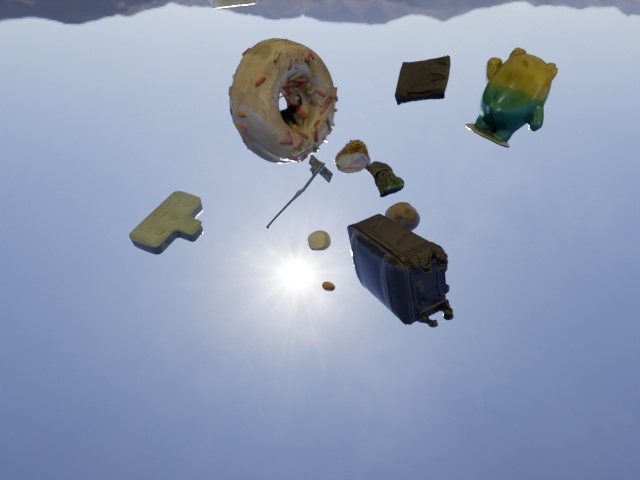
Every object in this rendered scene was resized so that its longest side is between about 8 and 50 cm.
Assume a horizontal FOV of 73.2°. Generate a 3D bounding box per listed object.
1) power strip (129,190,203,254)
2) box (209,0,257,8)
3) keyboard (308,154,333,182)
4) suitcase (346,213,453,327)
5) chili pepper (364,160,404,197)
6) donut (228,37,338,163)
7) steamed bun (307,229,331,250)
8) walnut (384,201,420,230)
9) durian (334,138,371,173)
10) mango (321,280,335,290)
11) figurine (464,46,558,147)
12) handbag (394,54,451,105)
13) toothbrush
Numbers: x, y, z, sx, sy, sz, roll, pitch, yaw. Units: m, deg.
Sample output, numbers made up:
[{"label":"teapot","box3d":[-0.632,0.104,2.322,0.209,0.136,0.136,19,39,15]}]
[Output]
[{"label":"power strip","box3d":[-0.495,-0.058,1.476,0.194,0.059,0.264,19,-130,16]},{"label":"box","box3d":[-0.285,-0.885,1.222,0.144,0.341,0.224,-16,-123,-17]},{"label":"keyboard","box3d":[-0.001,-0.358,2.142,0.014,0.055,0.176,-16,-129,-38]},{"label":"suitcase","box3d":[0.252,0.094,1.464,0.194,0.282,0.434,-22,-150,-15]},{"label":"chili pepper","box3d":[0.312,-0.326,2.146,0.148,0.116,0.264,-15,-146,-7]},{"label":"donut","box3d":[-0.096,-0.414,1.314,0.383,0.382,0.143,-25,-150,-36]},{"label":"steamed bun","box3d":[0.000,0.000,2.340,0.130,0.112,0.091,-13,171,31]},{"label":"walnut","box3d":[0.361,-0.100,1.898,0.162,0.140,0.140,-4,-149,-28]},{"label":"durian","box3d":[0.183,-0.477,2.440,0.183,0.250,0.137,-2,-113,-38]},{"label":"mango","box3d":[0.038,0.209,1.954,0.060,0.046,0.089,21,175,-14]},{"label":"figurine","box3d":[0.745,-0.558,1.685,0.232,0.339,0.324,-10,-137,-48]},{"label":"handbag","box3d":[0.454,-0.702,1.903,0.223,0.080,0.246,3,-120,24]},{"label":"toothbrush","box3d":[-0.077,-0.124,1.240,0.028,0.294,0.026,43,-146,2]}]
